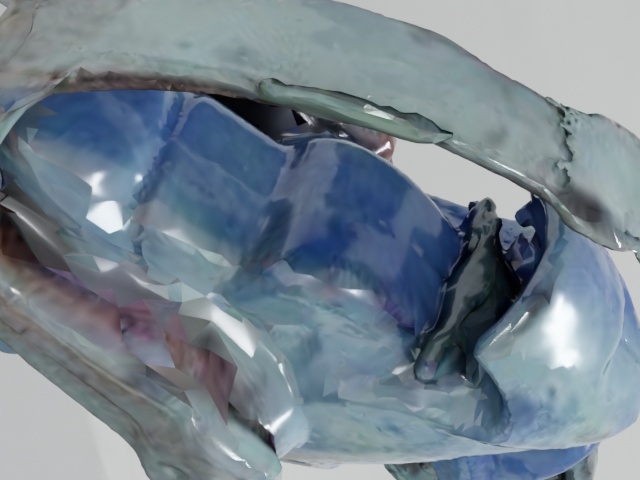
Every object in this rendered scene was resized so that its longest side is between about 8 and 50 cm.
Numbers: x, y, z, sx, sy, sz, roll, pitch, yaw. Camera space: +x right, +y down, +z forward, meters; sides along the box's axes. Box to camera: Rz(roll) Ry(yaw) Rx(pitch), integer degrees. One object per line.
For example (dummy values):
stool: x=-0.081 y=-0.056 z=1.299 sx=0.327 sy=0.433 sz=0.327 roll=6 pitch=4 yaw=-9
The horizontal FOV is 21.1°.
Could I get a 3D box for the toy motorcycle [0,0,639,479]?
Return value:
toy motorcycle: x=-0.008 y=0.021 z=0.660 sx=0.319 sy=0.182 sz=0.241 roll=24 pitch=-9 yaw=-9
